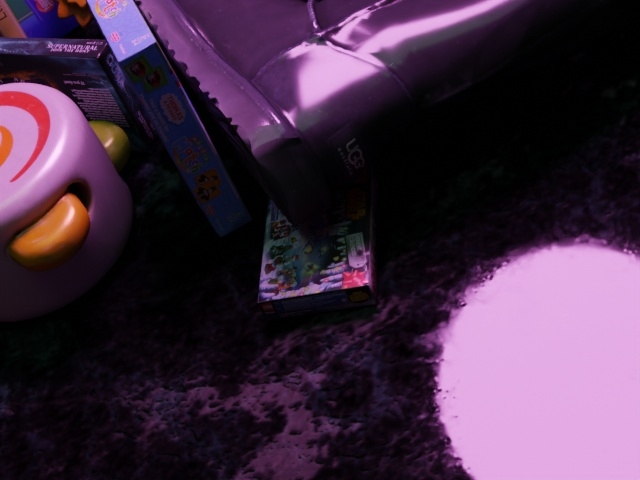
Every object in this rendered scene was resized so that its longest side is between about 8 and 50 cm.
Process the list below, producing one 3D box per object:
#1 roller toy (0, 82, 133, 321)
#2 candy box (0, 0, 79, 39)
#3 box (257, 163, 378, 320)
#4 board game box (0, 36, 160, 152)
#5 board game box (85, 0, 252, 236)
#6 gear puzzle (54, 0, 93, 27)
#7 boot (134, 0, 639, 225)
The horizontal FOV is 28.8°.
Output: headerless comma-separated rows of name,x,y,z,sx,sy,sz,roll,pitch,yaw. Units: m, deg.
roller toy,-0.276,-0.037,1.100,0.191,0.146,0.209,-11,47,13
candy box,-0.277,-0.394,1.339,0.317,0.268,0.122,-36,44,-11
box,0.000,0.000,1.036,0.094,0.027,0.137,-10,47,13
board game box,-0.258,-0.141,1.202,0.186,0.126,0.026,7,53,27
board game box,-0.136,-0.124,1.075,0.039,0.211,0.160,-28,46,-4
gear puzzle,-0.134,-0.321,1.294,0.339,0.175,0.044,-20,5,4
boot,0.083,-0.236,1.117,0.445,0.146,0.367,-34,46,-6
